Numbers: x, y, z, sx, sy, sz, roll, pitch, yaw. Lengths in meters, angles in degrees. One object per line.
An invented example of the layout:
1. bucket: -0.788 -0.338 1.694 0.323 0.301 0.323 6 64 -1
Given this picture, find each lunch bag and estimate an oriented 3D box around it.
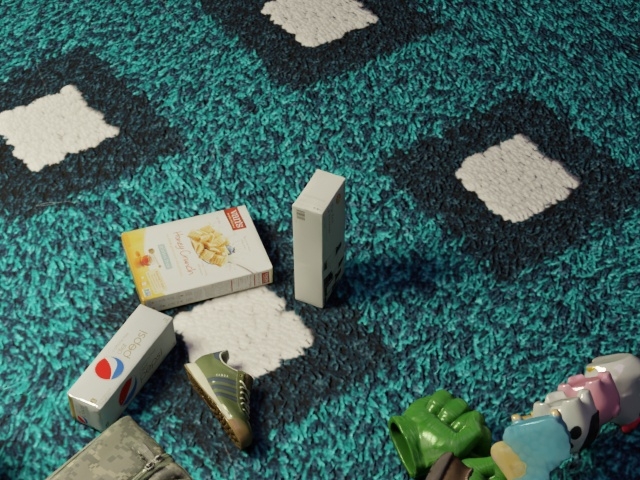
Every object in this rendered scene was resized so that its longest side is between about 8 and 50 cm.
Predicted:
1. lunch bag: -0.287 0.438 1.674 0.256 0.212 0.305 43 59 14

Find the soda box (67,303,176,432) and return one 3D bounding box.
1. soda box: -0.326 0.210 1.965 0.069 0.074 0.216 21 50 18

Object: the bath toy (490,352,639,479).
1. bath toy: 0.397 0.279 1.831 0.151 0.129 0.348 -14 4 41

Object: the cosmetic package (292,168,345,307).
1. cosmetic package: 0.000 0.000 2.053 0.060 0.239 0.099 17 49 16

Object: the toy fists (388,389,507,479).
1. toy fists: 0.220 0.348 1.828 0.142 0.096 0.279 -16 48 -16

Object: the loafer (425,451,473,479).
1. loafer: 0.186 0.479 1.644 0.130 0.134 0.365 6 71 7

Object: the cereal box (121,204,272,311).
1. cereal box: -0.224 0.031 2.152 0.240 0.047 0.173 -15 49 -14

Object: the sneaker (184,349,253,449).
1. sneaker: -0.143 0.248 1.936 0.086 0.064 0.192 -28 50 -18
